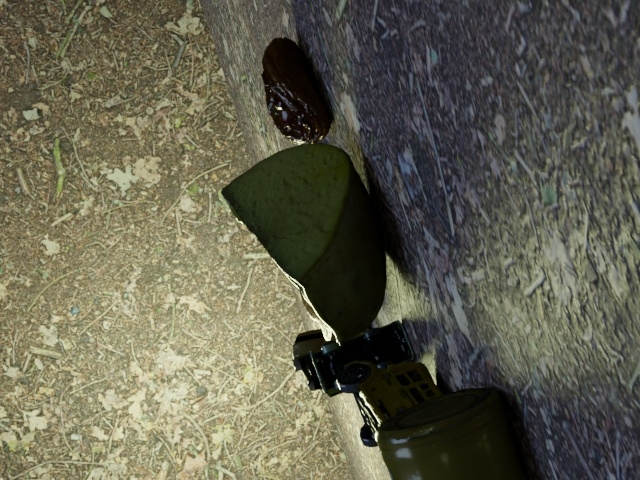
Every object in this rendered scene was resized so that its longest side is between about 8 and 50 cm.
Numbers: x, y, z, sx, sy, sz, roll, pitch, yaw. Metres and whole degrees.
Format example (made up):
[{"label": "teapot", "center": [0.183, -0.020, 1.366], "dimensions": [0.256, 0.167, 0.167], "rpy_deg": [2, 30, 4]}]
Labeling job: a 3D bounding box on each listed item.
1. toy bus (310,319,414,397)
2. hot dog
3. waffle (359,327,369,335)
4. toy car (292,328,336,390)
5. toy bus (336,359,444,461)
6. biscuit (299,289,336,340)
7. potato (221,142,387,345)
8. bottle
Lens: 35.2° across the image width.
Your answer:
[{"label": "toy bus", "center": [0.078, 0.216, 1.838], "dimensions": [0.101, 0.175, 0.088], "rpy_deg": [71, 178, -71]}, {"label": "hot dog", "center": [-0.051, -0.277, 1.900], "dimensions": [0.160, 0.099, 0.226], "rpy_deg": [80, 167, -50]}, {"label": "waffle", "center": [0.072, 0.218, 2.329], "dimensions": [0.329, 0.062, 0.329], "rpy_deg": [162, 90, -82]}, {"label": "toy car", "center": [-0.003, 0.274, 2.416], "dimensions": [0.256, 0.101, 0.124], "rpy_deg": [68, -168, -61]}, {"label": "toy bus", "center": [0.146, 0.303, 1.615], "dimensions": [0.331, 0.151, 0.145], "rpy_deg": [-127, 14, -63]}, {"label": "biscuit", "center": [0.002, 0.000, 2.154], "dimensions": [0.365, 0.062, 0.385], "rpy_deg": [-127, 32, -64]}, {"label": "potato", "center": [0.028, 0.012, 1.743], "dimensions": [0.280, 0.213, 0.330], "rpy_deg": [55, 176, -40]}, {"label": "bottle", "center": [0.201, 0.380, 1.299], "dimensions": [0.171, 0.172, 0.351], "rpy_deg": [174, 78, -83]}]
